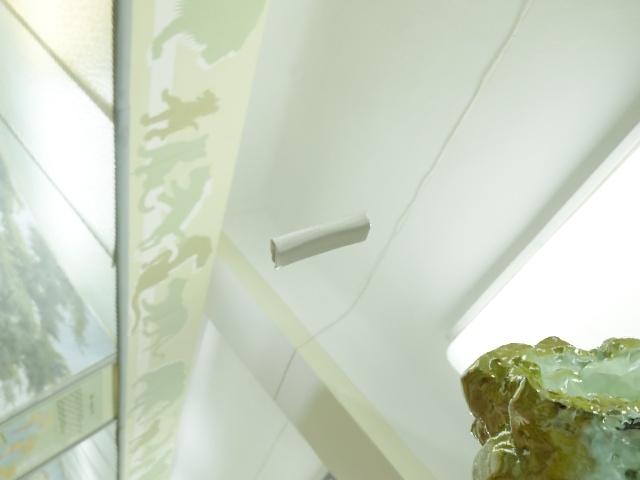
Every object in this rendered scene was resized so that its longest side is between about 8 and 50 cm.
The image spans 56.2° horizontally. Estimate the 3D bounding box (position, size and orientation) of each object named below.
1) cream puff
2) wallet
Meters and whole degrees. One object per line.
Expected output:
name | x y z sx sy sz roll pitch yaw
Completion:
cream puff | 0.331 0.249 0.681 0.270 0.323 0.274 36 51 -80
wallet | 0.000 0.000 0.722 0.061 0.122 0.025 95 -26 -60
